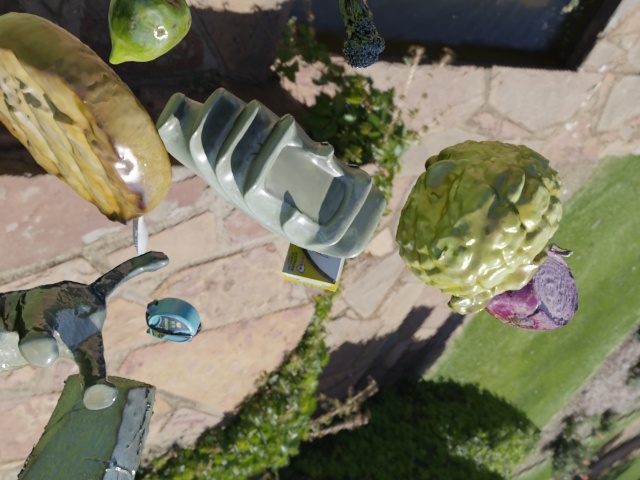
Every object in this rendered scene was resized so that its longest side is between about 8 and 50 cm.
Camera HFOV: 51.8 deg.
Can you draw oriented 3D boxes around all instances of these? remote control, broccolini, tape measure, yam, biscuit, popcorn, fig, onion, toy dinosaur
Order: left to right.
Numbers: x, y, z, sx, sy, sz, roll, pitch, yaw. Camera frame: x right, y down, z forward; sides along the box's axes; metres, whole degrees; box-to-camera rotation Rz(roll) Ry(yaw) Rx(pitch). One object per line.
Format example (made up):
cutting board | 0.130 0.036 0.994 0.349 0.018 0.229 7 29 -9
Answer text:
toy dinosaur | -0.230 0.057 0.484 0.247 0.188 0.075 -10 112 -15
biscuit | -0.306 -0.152 0.828 0.102 0.296 0.296 -51 152 -25
yam | -0.434 0.386 1.244 0.202 0.271 0.201 13 159 2
fig | -0.472 -0.542 1.710 0.275 0.206 0.206 -37 150 28
remote control | -0.530 -0.038 1.947 0.044 0.073 0.229 -5 139 -22
tape measure | -0.374 0.203 1.668 0.146 0.081 0.125 14 136 1
broccolini | 0.049 -0.375 1.070 0.068 0.203 0.091 -17 168 2
popcorn | 0.231 -0.015 0.960 0.237 0.205 0.252 -30 129 -32
onion | 0.412 0.097 1.360 0.207 0.201 0.201 1 130 -47

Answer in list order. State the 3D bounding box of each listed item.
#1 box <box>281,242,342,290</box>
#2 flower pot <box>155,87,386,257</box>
box | 0.000 0.000 1.927 0.097 0.168 0.265 73 32 -74
flower pot | -0.085 -0.112 1.099 0.367 0.254 0.165 34 82 -30
